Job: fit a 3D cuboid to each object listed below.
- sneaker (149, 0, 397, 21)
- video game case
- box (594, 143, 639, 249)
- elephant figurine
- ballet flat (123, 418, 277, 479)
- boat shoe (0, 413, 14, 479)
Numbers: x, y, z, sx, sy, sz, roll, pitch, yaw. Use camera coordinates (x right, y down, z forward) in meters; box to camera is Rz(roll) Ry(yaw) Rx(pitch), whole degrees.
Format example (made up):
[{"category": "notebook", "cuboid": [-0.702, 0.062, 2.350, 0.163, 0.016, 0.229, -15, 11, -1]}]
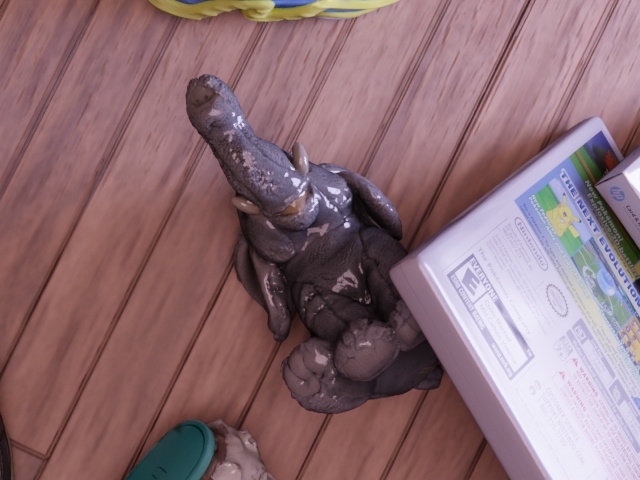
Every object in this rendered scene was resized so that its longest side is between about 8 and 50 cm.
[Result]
[{"category": "sneaker", "cuboid": [-0.018, -0.214, 1.111, 0.240, 0.126, 0.091, -11, 92, -6]}, {"category": "video game case", "cuboid": [0.217, 0.099, 1.094, 0.300, 0.036, 0.329, -35, 95, -48]}, {"category": "box", "cuboid": [0.319, -0.008, 1.167, 0.145, 0.038, 0.186, -37, 94, -35]}, {"category": "elephant figurine", "cuboid": [0.000, 0.000, 1.110, 0.169, 0.186, 0.239, -21, 63, -40]}, {"category": "ballet flat", "cuboid": [-0.177, 0.312, 1.098, 0.409, 0.147, 0.147, -43, 95, -5]}, {"category": "boat shoe", "cuboid": [-0.283, 0.123, 1.106, 0.080, 0.073, 0.224, -9, 91, -7]}]
